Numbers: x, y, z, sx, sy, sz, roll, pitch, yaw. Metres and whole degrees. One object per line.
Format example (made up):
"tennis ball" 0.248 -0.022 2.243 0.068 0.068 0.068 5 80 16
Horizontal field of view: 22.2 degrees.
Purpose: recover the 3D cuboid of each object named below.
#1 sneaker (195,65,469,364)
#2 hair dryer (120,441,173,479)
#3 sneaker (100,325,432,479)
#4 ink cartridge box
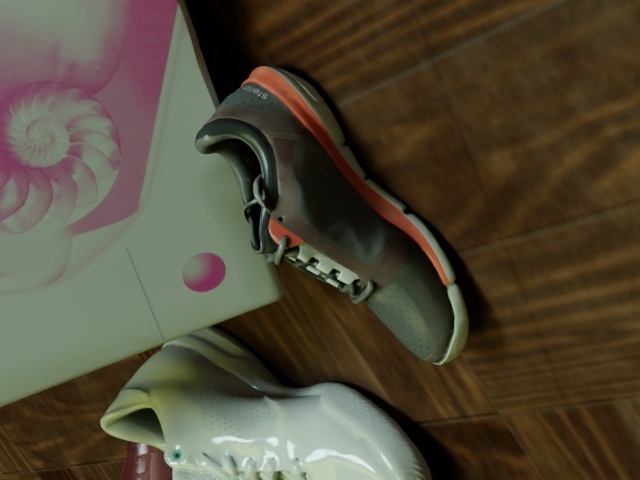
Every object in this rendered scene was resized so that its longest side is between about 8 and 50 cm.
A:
"sneaker" 0.000 0.000 0.727 0.158 0.065 0.061 51 151 1
"hair dryer" -0.058 0.242 1.000 0.223 0.080 0.293 -57 49 40
"sneaker" -0.034 0.118 0.878 0.212 0.094 0.080 20 136 43
"ink cartridge box" -0.215 -0.058 0.718 0.071 0.324 0.330 -117 6 -58
